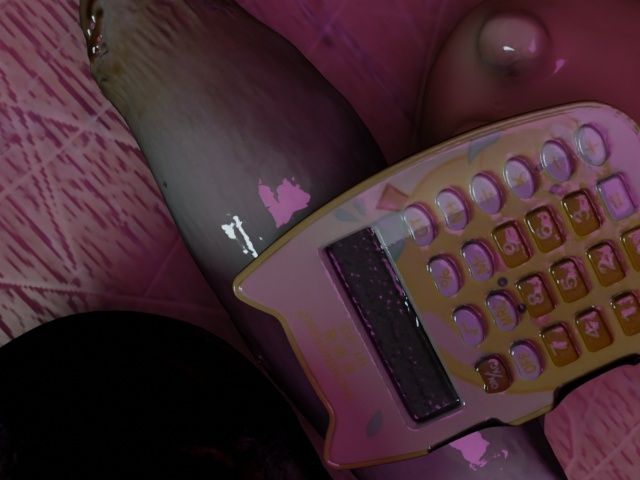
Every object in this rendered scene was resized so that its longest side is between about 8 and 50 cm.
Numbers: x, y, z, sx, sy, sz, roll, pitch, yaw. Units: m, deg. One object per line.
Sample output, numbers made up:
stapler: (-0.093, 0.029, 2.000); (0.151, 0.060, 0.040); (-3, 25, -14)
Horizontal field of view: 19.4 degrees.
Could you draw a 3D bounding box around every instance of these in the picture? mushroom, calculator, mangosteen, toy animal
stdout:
mushroom: (-0.001, -0.001, 1.073); (0.126, 0.177, 0.397); (-32, 107, 16)
calculator: (0.085, 0.021, 0.971); (0.236, 0.033, 0.157); (-24, 104, 11)
mangosteen: (-0.087, 0.174, 1.048); (0.302, 0.275, 0.275); (16, 98, -34)
toy animal: (0.218, -0.033, 1.089); (0.326, 0.269, 0.237); (25, 96, 18)
